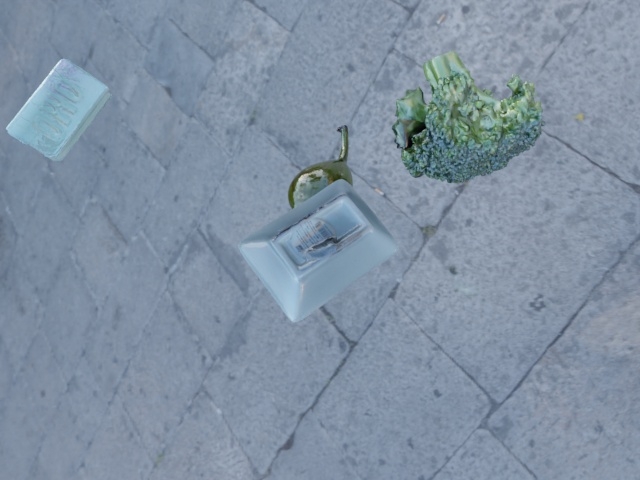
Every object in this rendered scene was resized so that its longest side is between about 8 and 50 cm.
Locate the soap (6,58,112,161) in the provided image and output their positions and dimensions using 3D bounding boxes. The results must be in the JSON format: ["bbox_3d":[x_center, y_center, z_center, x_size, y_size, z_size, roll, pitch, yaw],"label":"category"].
[{"bbox_3d":[-0.710,-0.351,1.549,0.261,0.150,0.094,-58,6,-13],"label":"soap"}]

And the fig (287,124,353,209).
[{"bbox_3d":[0.030,-0.156,1.392,0.151,0.151,0.259,2,50,41],"label":"fig"}]

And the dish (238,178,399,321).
[{"bbox_3d":[0.000,0.000,0.988,0.243,0.080,0.182,-34,74,-15],"label":"dish"}]

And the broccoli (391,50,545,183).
[{"bbox_3d":[0.329,-0.262,1.272,0.338,0.317,0.277,-50,9,-13],"label":"broccoli"}]
